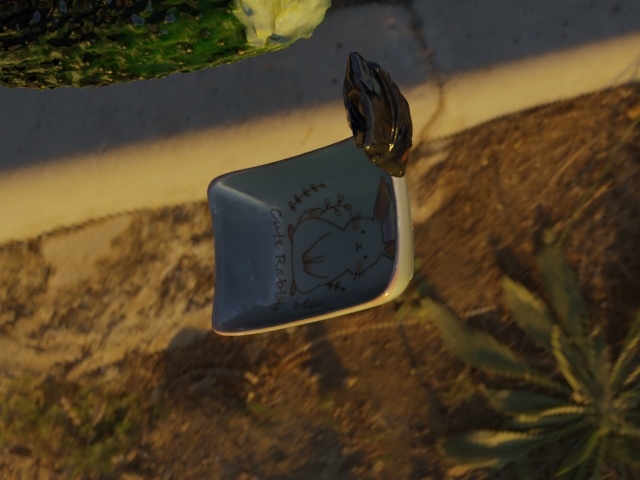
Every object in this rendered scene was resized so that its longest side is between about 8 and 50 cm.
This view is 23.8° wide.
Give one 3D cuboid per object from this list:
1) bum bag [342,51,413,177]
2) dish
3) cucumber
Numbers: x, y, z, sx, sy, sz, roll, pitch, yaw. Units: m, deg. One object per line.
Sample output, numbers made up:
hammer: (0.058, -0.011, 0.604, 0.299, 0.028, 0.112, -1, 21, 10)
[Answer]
bum bag: (0.032, -0.067, 0.830, 0.034, 0.124, 0.058, -9, 85, 7)
dish: (0.000, 0.000, 1.331, 0.077, 0.212, 0.151, 14, 68, -47)
cucumber: (-0.081, -0.094, 0.640, 0.058, 0.187, 0.058, 3, 86, -46)
